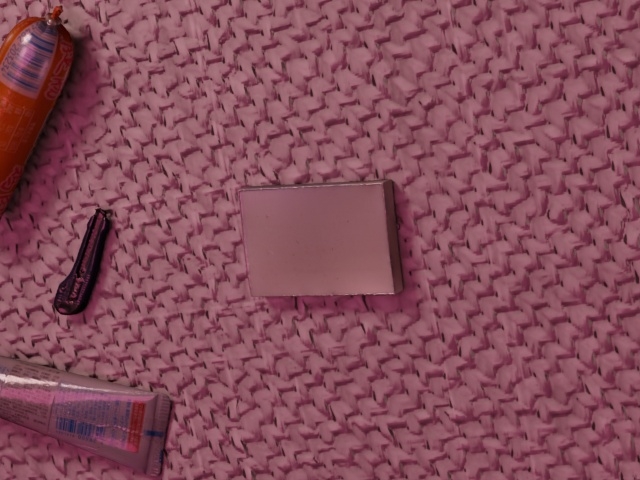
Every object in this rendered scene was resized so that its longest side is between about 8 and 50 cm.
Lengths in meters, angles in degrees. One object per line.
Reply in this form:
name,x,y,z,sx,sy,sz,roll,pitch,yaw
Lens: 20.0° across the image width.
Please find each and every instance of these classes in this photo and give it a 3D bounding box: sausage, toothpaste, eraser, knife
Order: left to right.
sausage,-0.295,-0.123,1.730,0.071,0.071,0.234,37,115,16
toothpaste,-0.260,0.162,1.786,0.234,0.057,0.089,16,110,17
knife,-0.229,0.021,1.757,0.031,0.018,0.121,28,110,18
eraser,0.000,0.000,1.630,0.150,0.023,0.103,-2,100,28
